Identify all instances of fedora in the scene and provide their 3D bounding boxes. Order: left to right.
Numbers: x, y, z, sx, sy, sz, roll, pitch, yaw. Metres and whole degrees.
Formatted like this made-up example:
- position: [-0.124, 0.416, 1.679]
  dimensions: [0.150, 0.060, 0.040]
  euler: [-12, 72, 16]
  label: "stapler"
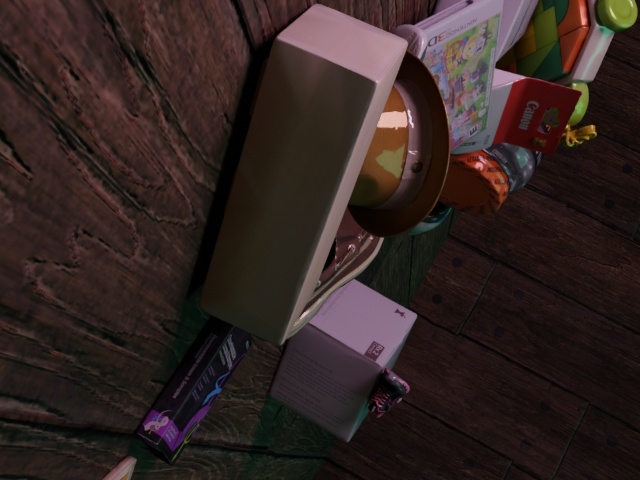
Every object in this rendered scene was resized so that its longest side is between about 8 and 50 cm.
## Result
- position: [0.046, -0.096, 0.876]
  dimensions: [0.079, 0.194, 0.194]
  euler: [-4, 131, -33]
  label: "fedora"

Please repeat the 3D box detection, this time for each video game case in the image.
- position: [0.142, -0.181, 1.064]
  dimensions: [0.193, 0.023, 0.212]
  euler: [-32, 143, -25]
  label: "video game case"

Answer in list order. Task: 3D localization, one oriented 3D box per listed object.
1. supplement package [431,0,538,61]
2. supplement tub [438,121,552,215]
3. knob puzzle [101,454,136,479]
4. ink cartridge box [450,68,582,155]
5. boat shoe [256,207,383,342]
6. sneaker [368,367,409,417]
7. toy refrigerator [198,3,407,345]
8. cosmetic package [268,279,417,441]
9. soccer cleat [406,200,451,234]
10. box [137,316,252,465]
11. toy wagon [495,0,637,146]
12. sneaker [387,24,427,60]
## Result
- position: [0.230, -0.324, 1.180]
  dimensions: [0.179, 0.105, 0.105]
  euler: [-46, 161, -54]
  label: "supplement package"
- position: [0.304, -0.222, 1.493]
  dimensions: [0.338, 0.207, 0.207]
  euler: [-58, 168, -21]
  label: "supplement tub"
- position: [-0.237, 0.315, 0.805]
  dimensions: [0.213, 0.030, 0.213]
  euler: [-58, 168, -20]
  label: "knob puzzle"
- position: [0.232, -0.174, 1.236]
  dimensions: [0.181, 0.224, 0.056]
  euler: [88, 23, -67]
  label: "ink cartridge box"
- position: [0.007, 0.003, 1.003]
  dimensions: [0.257, 0.095, 0.095]
  euler: [-53, 160, -36]
  label: "boat shoe"
- position: [0.094, 0.228, 1.281]
  dimensions: [0.057, 0.047, 0.119]
  euler: [-42, 159, -21]
  label: "sneaker"
- position: [-0.023, -0.052, 0.745]
  dimensions: [0.102, 0.094, 0.270]
  euler: [-58, 171, -55]
  label: "toy refrigerator"
- position: [0.035, 0.181, 1.381]
  dimensions: [0.151, 0.151, 0.184]
  euler: [-47, 161, -52]
  label: "cosmetic package"
- position: [0.233, -0.150, 1.651]
  dimensions: [0.331, 0.116, 0.143]
  euler: [-55, -177, -23]
  label: "soccer cleat"
- position: [-0.126, 0.149, 0.911]
  dimensions: [0.162, 0.029, 0.116]
  euler: [-59, 168, -22]
  label: "box"
- position: [0.337, -0.307, 1.269]
  dimensions: [0.267, 0.068, 0.344]
  euler: [161, -74, -65]
  label: "toy wagon"
- position: [0.078, -0.168, 0.951]
  dimensions: [0.065, 0.061, 0.158]
  euler: [-13, 148, -39]
  label: "sneaker"
